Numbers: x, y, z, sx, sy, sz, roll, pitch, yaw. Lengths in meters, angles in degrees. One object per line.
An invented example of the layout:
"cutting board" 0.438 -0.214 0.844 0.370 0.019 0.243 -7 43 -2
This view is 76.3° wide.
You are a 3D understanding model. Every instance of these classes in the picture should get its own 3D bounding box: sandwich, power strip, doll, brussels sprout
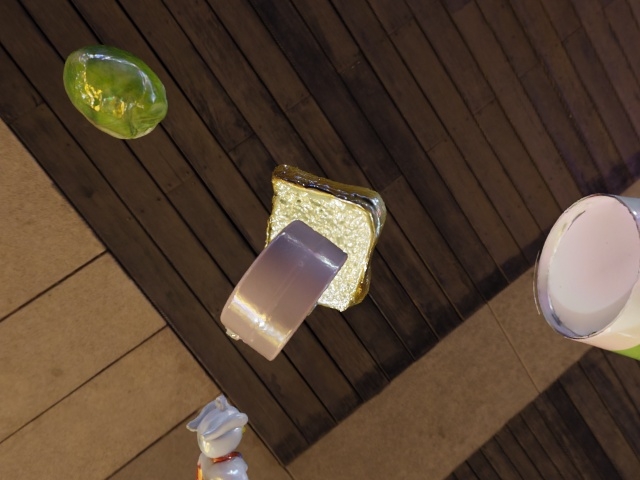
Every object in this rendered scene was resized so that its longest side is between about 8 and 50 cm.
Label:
"sandwich" 0.000 0.000 0.791 0.226 0.087 0.251 19 122 14
"power strip" -0.040 0.057 0.466 0.078 0.154 0.154 36 85 3
"doll" -0.185 0.483 0.777 0.099 0.188 0.384 -10 101 -48
"brussels sprout" -0.360 -0.262 0.724 0.161 0.180 0.144 -3 71 -25

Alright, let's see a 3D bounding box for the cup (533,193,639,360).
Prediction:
"cup" 0.455 0.061 0.514 0.274 0.253 0.253 10 92 -2
